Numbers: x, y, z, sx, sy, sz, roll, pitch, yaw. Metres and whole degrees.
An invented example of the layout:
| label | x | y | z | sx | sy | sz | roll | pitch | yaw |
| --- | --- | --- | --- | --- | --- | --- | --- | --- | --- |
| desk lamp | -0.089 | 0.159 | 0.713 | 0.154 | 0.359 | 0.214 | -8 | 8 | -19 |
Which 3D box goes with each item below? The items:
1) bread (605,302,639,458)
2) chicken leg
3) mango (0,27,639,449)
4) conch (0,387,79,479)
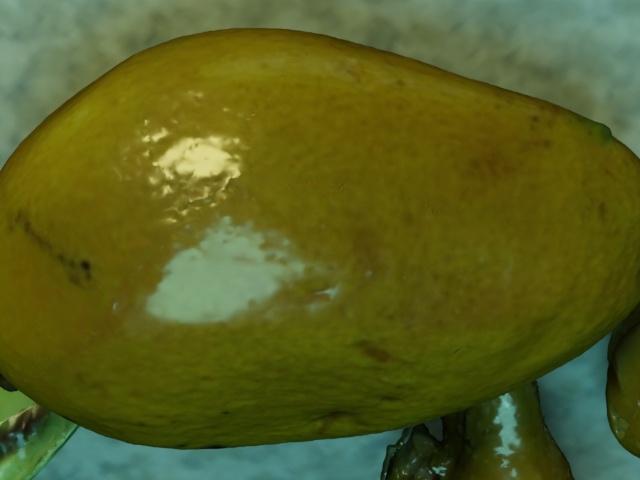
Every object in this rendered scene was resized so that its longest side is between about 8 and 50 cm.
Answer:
| label | x | y | z | sx | sy | sz | roll | pitch | yaw |
| --- | --- | --- | --- | --- | --- | --- | --- | --- | --- |
| bread | 0.143 | 0.050 | 0.670 | 0.083 | 0.046 | 0.081 | 27 | 123 | -20 |
| chicken leg | 0.067 | 0.102 | 0.696 | 0.085 | 0.101 | 0.207 | -8 | 110 | 2 |
| mango | 0.000 | 0.000 | 0.583 | 0.227 | 0.109 | 0.147 | -7 | 120 | -1 |
| conch | -0.195 | 0.098 | 0.650 | 0.143 | 0.137 | 0.250 | 35 | 122 | -26 |
